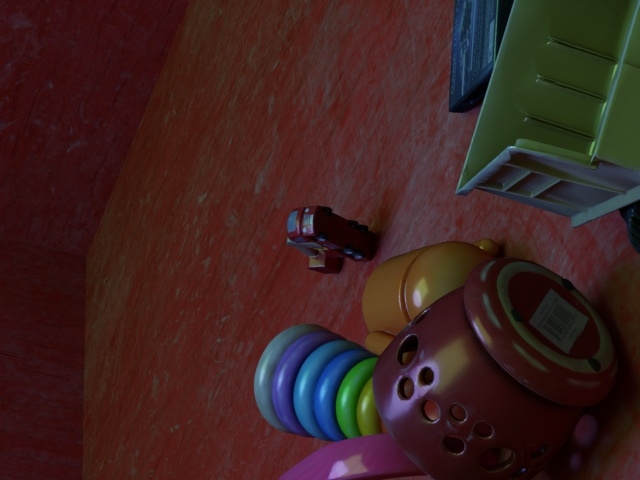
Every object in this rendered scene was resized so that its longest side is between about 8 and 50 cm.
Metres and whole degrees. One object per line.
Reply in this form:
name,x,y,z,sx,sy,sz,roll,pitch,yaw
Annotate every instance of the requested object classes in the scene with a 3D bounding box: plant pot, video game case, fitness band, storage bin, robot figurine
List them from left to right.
fitness band,0.066,0.275,1.297,0.291,0.209,0.054,133,144,-52
robot figurine,0.129,0.071,1.384,0.219,0.158,0.128,158,104,-65
video game case,0.191,-0.270,1.438,0.274,0.026,0.196,131,143,-85
plant pot,0.170,0.121,1.162,0.174,0.191,0.191,-55,29,34
storage bin,0.232,-0.163,1.052,0.260,0.123,0.262,117,171,-83

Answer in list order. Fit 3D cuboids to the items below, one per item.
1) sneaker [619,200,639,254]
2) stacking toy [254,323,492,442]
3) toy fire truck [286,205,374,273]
sneaker,0.327,-0.128,1.049,0.130,0.109,0.286,-102,36,-68
stacking toy,0.066,0.194,1.410,0.330,0.141,0.141,13,89,52
toy fire truck,0.000,0.000,1.744,0.135,0.192,0.047,-5,71,38
